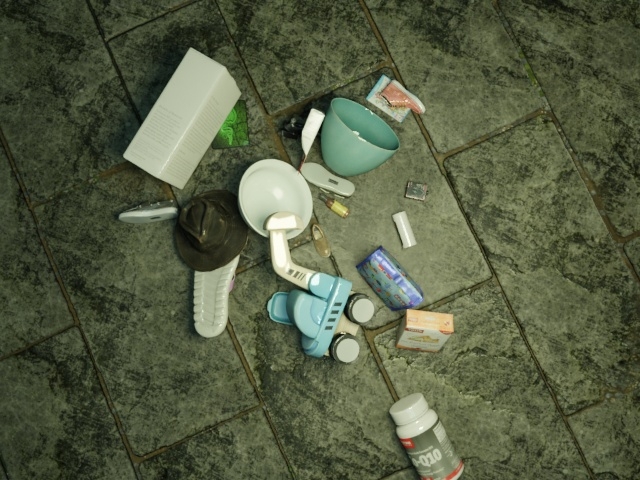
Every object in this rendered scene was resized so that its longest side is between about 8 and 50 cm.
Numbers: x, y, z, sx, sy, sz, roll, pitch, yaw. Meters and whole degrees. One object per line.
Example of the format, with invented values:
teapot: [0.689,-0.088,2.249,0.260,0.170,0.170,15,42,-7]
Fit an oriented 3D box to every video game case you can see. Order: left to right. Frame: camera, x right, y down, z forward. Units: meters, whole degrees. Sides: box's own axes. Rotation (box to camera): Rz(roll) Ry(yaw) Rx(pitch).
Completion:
video game case: [0.278,-0.551,1.778,0.166,0.015,0.119,35,88,4]

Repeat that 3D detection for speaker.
speaker: [0.316,-0.041,1.723,0.055,0.055,0.136,-19,86,1]

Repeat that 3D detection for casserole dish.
casserole dish: [-0.105,0.258,1.728,0.188,0.037,0.114,9,86,2]

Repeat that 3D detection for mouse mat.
mouse mat: [-0.361,-0.456,1.800,0.153,0.007,0.189,-6,85,2]

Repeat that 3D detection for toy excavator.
toy excavator: [-0.039,0.163,1.571,0.445,0.222,0.433,22,85,-18]

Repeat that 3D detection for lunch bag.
lunch bag: [0.245,0.134,1.594,0.138,0.293,0.221,-40,86,-1]

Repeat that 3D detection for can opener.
can opener: [-0.057,-0.427,1.769,0.186,0.073,0.059,9,48,0]

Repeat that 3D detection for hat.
hat: [-0.424,-0.059,1.672,0.331,0.134,0.331,-5,70,13]

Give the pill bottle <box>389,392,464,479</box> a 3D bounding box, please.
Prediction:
pill bottle: [0.368,0.703,1.618,0.161,0.161,0.283,-29,86,0]

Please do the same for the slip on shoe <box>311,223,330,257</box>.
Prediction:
slip on shoe: [0.000,0.000,1.738,0.051,0.041,0.135,-17,86,1]

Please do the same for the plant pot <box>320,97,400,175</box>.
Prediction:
plant pot: [0.115,-0.349,1.666,0.290,0.290,0.195,39,124,4]

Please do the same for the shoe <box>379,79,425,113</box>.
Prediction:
shoe: [0.310,-0.525,1.738,0.081,0.063,0.178,-45,80,0]

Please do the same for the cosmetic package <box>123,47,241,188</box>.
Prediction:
cosmetic package: [-0.498,-0.436,1.688,0.161,0.230,0.453,31,88,6]

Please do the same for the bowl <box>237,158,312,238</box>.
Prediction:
bowl: [-0.186,-0.136,1.681,0.298,0.134,0.297,8,75,-31]

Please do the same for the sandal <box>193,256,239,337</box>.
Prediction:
sandal: [-0.388,0.155,1.716,0.169,0.102,0.416,4,73,16]

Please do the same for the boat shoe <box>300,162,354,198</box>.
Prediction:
boat shoe: [0.021,-0.218,1.733,0.219,0.070,0.077,28,69,-1]

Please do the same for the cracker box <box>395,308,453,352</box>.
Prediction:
cracker box: [0.360,0.323,1.608,0.156,0.232,0.067,6,59,3]

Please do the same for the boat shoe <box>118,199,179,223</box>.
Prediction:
boat shoe: [-0.658,-0.119,1.757,0.228,0.080,0.076,-8,69,4]

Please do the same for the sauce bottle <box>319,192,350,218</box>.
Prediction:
sauce bottle: [0.053,-0.135,1.745,0.128,0.042,0.042,36,88,2]

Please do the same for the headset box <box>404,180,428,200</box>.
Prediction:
headset box: [0.367,-0.186,1.742,0.083,0.032,0.062,13,87,4]

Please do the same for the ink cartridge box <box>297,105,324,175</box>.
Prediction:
ink cartridge box: [-0.053,-0.367,1.656,0.066,0.189,0.232,27,108,-9]
